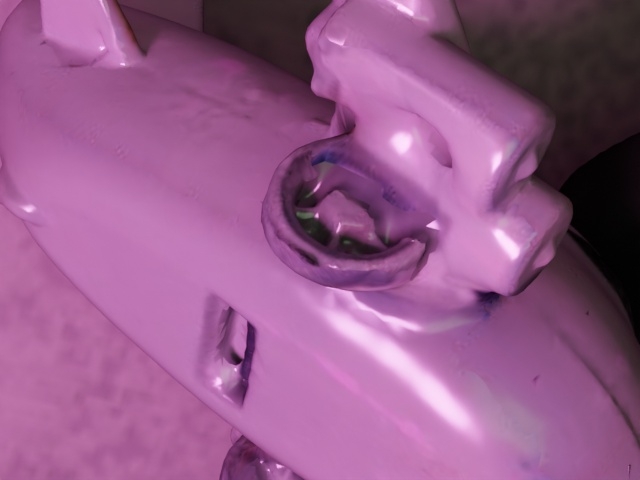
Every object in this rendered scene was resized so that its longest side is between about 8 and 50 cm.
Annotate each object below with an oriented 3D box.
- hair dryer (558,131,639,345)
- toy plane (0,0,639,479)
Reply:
[{"bbox_3d":[0.136,0.151,0.620,0.156,0.284,0.320,4,72,-10],"label":"hair dryer"},{"bbox_3d":[0.000,0.000,0.547,0.117,0.245,0.244,-42,110,-34],"label":"toy plane"}]
